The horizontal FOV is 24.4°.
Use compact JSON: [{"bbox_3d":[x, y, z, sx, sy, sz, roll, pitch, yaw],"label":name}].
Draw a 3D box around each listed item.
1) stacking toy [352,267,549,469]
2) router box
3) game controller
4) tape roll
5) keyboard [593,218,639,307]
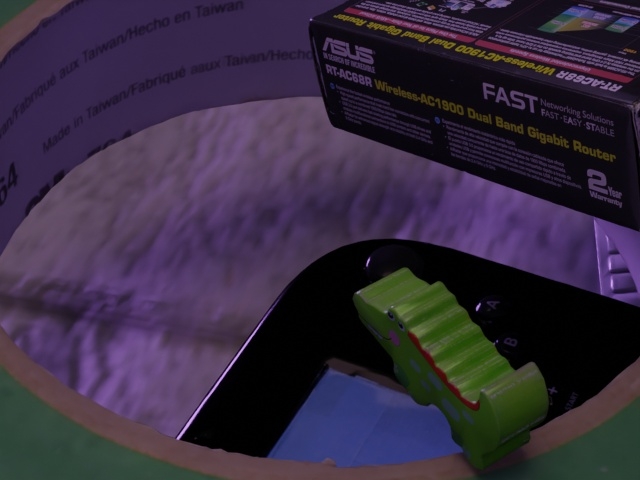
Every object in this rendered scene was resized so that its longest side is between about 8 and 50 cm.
[{"bbox_3d":[0.140,0.040,0.351,0.167,0.052,0.221,-27,54,-27],"label":"stacking toy"},{"bbox_3d":[0.071,-0.054,0.417,0.092,0.038,0.122,-32,35,-30],"label":"router box"},{"bbox_3d":[0.007,0.121,0.438,0.166,0.067,0.319,11,46,28],"label":"game controller"},{"bbox_3d":[0.000,0.000,0.468,0.321,0.077,0.321,2,47,-2],"label":"tape roll"},{"bbox_3d":[0.145,0.015,0.575,0.072,0.014,0.256,-2,42,7],"label":"keyboard"}]
